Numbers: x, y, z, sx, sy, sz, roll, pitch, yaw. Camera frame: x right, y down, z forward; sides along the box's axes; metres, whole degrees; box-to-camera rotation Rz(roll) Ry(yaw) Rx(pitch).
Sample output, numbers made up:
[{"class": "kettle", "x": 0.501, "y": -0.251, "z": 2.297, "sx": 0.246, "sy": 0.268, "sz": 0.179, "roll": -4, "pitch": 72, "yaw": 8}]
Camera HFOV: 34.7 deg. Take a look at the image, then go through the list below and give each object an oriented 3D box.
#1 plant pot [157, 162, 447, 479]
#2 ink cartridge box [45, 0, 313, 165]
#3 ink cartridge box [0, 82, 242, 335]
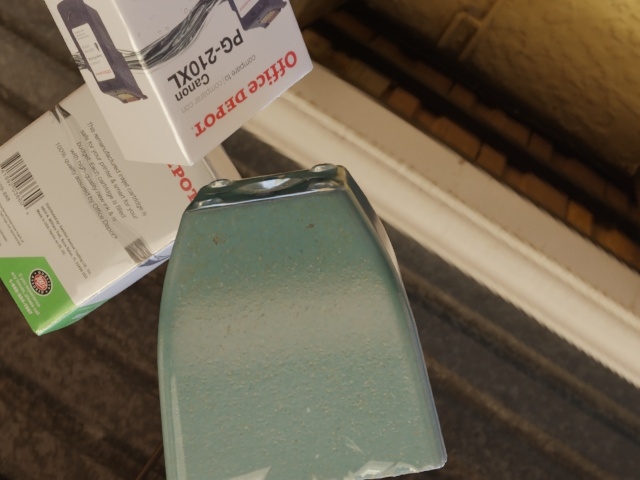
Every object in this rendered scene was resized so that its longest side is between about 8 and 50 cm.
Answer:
[{"class": "plant pot", "x": -0.031, "y": 0.066, "z": 0.972, "sx": 0.247, "sy": 0.248, "sz": 0.252, "roll": -9, "pitch": -78, "yaw": 2}, {"class": "ink cartridge box", "x": -0.125, "y": -0.204, "z": 0.849, "sx": 0.172, "sy": 0.100, "sz": 0.237, "roll": -44, "pitch": -54, "yaw": -33}, {"class": "ink cartridge box", "x": -0.255, "y": -0.056, "z": 1.215, "sx": 0.289, "sy": 0.121, "sz": 0.211, "roll": -33, "pitch": -94, "yaw": 13}]
